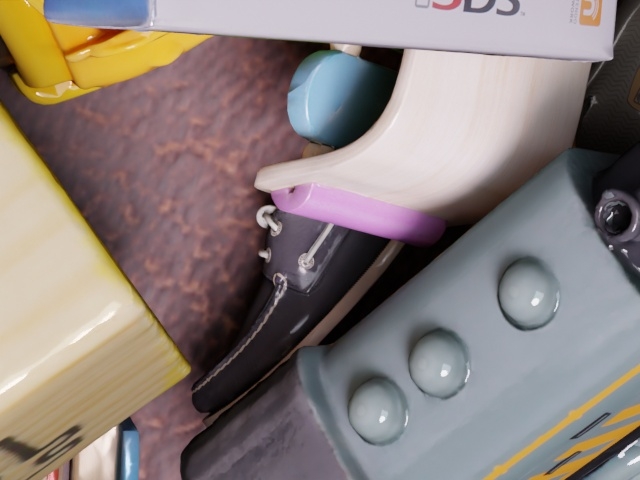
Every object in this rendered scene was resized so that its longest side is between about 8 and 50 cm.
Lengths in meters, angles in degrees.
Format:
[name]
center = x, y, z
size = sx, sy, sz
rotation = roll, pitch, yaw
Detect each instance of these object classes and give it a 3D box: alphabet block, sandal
[alphabet block]
center = -0.190, 0.024, 0.779
size = 0.197, 0.193, 0.192
rotation = -37, 82, -5
[sandal]
center = 0.149, -0.029, 0.967
size = 0.090, 0.060, 0.219
rotation = 23, 103, -21

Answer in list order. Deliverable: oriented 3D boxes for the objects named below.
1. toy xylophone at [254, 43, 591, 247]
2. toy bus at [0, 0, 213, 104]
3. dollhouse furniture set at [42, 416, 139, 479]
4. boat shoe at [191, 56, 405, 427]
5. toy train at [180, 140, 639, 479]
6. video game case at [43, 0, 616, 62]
[toy xylophone]
center = 0.049, -0.162, 0.822
size = 0.236, 0.081, 0.323
rotation = 27, 79, -46
[toy bus]
center = -0.094, -0.156, 0.780
size = 0.149, 0.211, 0.220
rotation = -28, 113, -9
[dollhouse furniture set]
center = -0.091, 0.166, 0.914
size = 0.129, 0.129, 0.184
rotation = 0, 105, -17
[boat shoe]
center = 0.000, 0.000, 0.936
size = 0.065, 0.075, 0.206
rotation = 42, 88, -3
[toy train]
center = 0.093, 0.061, 0.862
size = 0.334, 0.142, 0.190
rotation = -40, 156, 29
[video game case]
center = 0.024, -0.202, 0.685
size = 0.244, 0.061, 0.270
rotation = -3, 100, -46
